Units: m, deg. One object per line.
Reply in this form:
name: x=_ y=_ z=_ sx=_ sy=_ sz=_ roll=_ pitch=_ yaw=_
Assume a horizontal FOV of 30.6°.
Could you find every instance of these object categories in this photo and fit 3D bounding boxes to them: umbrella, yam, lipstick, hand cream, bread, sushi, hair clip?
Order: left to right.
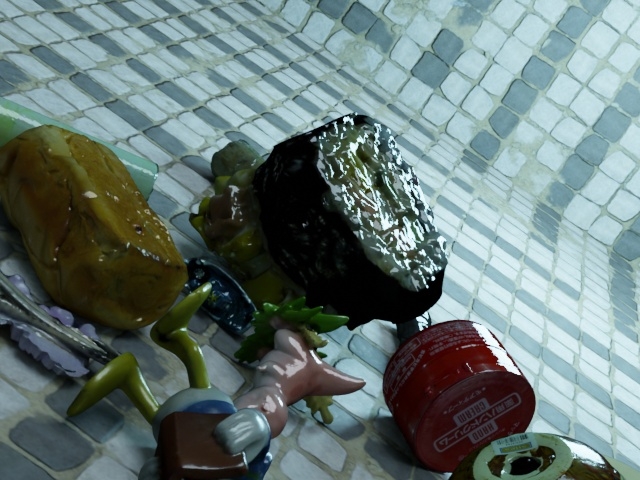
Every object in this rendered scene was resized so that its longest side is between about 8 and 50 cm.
hair clip: x=-0.339 y=0.071 z=1.298 sx=0.292 sy=0.084 sz=0.106 roll=36 pitch=14 yaw=-12
lipstick: x=-0.378 y=-0.133 z=1.695 sx=0.304 sy=0.076 sz=0.076 roll=24 pitch=23 yaw=-29
bread: x=-0.299 y=-0.022 z=1.481 sx=0.167 sy=0.132 sz=0.294 roll=12 pitch=28 yaw=-48
yam: x=-0.091 y=-0.075 z=1.986 sx=0.259 sy=0.093 sz=0.093 roll=46 pitch=23 yaw=29
sushi: x=0.000 y=0.000 z=1.735 sx=0.329 sy=0.285 sz=0.328 roll=56 pitch=26 yaw=-3
umbrella: x=0.149 y=0.173 z=1.854 sx=0.066 sy=0.059 sz=0.236 roll=12 pitch=24 yaw=0
hand cream: x=0.190 y=0.216 z=1.625 sx=0.193 sy=0.193 sz=0.125 roll=21 pitch=25 yaw=-33

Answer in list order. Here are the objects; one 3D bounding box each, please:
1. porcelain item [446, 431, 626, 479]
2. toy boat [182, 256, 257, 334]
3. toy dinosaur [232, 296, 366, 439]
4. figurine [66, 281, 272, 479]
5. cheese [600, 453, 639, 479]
porcelain item: x=0.269 y=0.366 z=1.439 sx=0.253 sy=0.253 sz=0.253 roll=30 pitch=20 yaw=-12
toy boat: x=-0.143 y=0.073 z=1.611 sx=0.137 sy=0.060 sz=0.061 roll=45 pitch=1 yaw=18
toy dinosaur: x=-0.032 y=0.167 z=1.469 sx=0.194 sy=0.152 sz=0.177 roll=14 pitch=36 yaw=-31
figurine: x=-0.082 y=0.228 z=1.186 sx=0.338 sy=0.204 sz=0.283 roll=48 pitch=-5 yaw=0
cheese: x=0.418 y=0.414 z=1.630 sx=0.233 sy=0.127 sz=0.266 roll=15 pitch=25 yaw=-36
